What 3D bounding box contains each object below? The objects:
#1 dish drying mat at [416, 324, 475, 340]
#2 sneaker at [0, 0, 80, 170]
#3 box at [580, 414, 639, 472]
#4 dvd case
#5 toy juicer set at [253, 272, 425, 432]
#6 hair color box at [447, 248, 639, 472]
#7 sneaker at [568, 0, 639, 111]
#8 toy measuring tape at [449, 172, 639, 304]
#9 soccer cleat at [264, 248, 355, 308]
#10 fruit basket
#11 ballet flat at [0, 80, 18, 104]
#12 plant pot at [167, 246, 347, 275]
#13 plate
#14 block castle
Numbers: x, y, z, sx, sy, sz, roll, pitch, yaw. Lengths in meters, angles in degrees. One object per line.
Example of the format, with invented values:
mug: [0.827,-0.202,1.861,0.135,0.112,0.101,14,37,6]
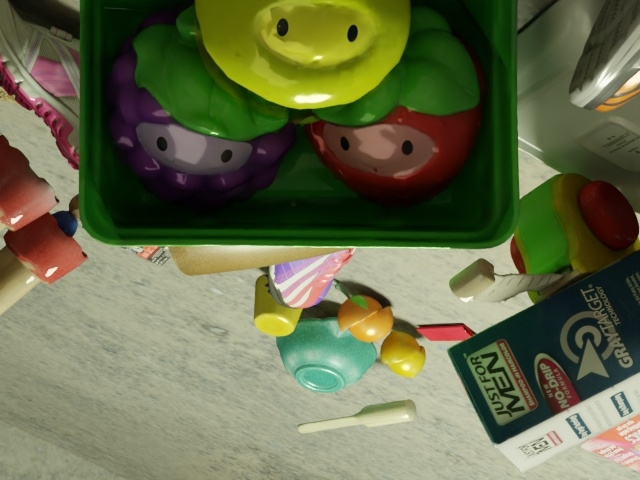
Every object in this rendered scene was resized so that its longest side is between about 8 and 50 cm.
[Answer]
dish drying mat: [0.159,0.116,2.341,0.032,0.008,0.083,37,154,-32]
sneaker: [-0.265,-0.173,1.958,0.252,0.111,0.103,51,167,-12]
box: [0.405,0.172,2.080,0.123,0.128,0.257,25,157,-6]
dvd case: [-0.248,-0.007,2.431,0.119,0.013,0.087,25,158,-11]
toy juicer set: [0.042,0.149,2.439,0.209,0.089,0.329,1,145,15]
hair color box: [0.301,0.079,1.688,0.347,0.105,0.174,-28,159,6]
sneaker: [0.320,-0.152,1.410,0.180,0.124,0.321,26,156,-9]
toy measuring tape: [0.197,-0.004,1.675,0.121,0.121,0.330,5,-176,36]
soccer cleat: [0.000,0.000,2.100,0.116,0.108,0.318,13,154,11]
fruit basket: [-0.014,-0.135,1.515,0.392,0.282,0.392,0,176,0]
ballet flat: [-0.344,-0.186,2.060,0.206,0.073,0.067,11,129,19]
plant pot: [-0.003,-0.083,1.794,0.254,0.237,0.237,0,153,11]
plate: [0.279,-0.101,1.678,0.278,0.045,0.277,27,157,-13]
block castle: [-0.433,-0.142,1.885,0.453,0.213,0.303,47,170,11]
